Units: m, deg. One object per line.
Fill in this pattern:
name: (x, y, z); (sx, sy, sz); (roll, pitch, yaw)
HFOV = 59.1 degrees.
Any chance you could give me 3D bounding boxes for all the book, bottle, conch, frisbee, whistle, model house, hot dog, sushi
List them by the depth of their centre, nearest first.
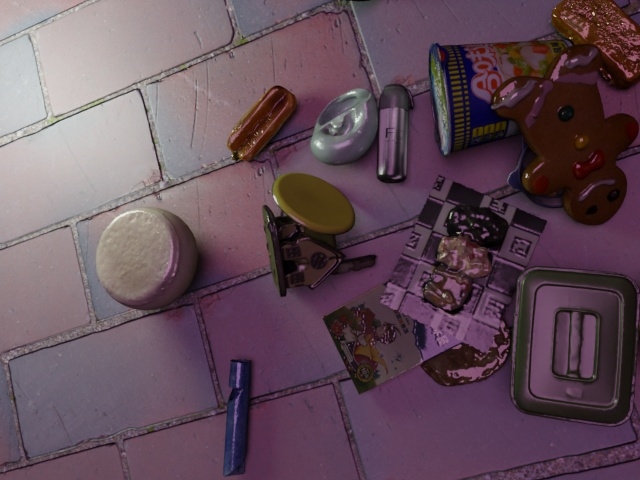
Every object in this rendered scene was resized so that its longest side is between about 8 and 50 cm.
sushi: (0.344, 0.038, 1.362); (0.296, 0.100, 0.373); (25, 81, 15)
book: (0.184, 0.221, 1.438); (0.322, 0.018, 0.228); (-32, 72, 14)
frisbee: (-0.013, -0.100, 1.444); (0.236, 0.236, 0.017); (41, 127, 15)
model house: (0.000, 0.000, 1.456); (0.278, 0.205, 0.218); (-11, 105, -11)
bottle: (0.197, -0.279, 1.477); (0.096, 0.079, 0.254); (2, 85, -6)
conch: (0.066, -0.297, 1.489); (0.185, 0.121, 0.221); (42, 91, 24)
whistle: (-0.222, 0.475, 1.516); (0.062, 0.062, 0.304); (2, 85, 14)
hot dog: (-0.169, -0.323, 1.580); (0.104, 0.076, 0.250); (39, 99, -5)

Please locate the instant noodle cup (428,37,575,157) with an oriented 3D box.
instant noodle cup: (0.432, -0.356, 1.340); (0.312, 0.284, 0.284); (-8, 82, 5)

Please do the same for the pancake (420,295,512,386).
pancake: (0.349, 0.250, 1.402); (0.222, 0.042, 0.236); (41, 96, 18)

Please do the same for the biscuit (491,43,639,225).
biscuit: (0.578, -0.209, 1.259); (0.283, 0.064, 0.432); (-30, 113, 5)

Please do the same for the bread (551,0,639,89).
bread: (0.690, -0.494, 1.372); (0.139, 0.077, 0.271); (-42, 75, 11)

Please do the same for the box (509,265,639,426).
box: (0.561, 0.233, 1.285); (0.252, 0.178, 0.329); (6, 84, 13)

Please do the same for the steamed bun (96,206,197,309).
steamed bun: (-0.463, 0.052, 1.559); (0.283, 0.177, 0.283); (-2, 82, 16)

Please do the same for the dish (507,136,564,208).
dish: (0.559, -0.198, 1.350); (0.236, 0.086, 0.228); (5, 111, -7)
